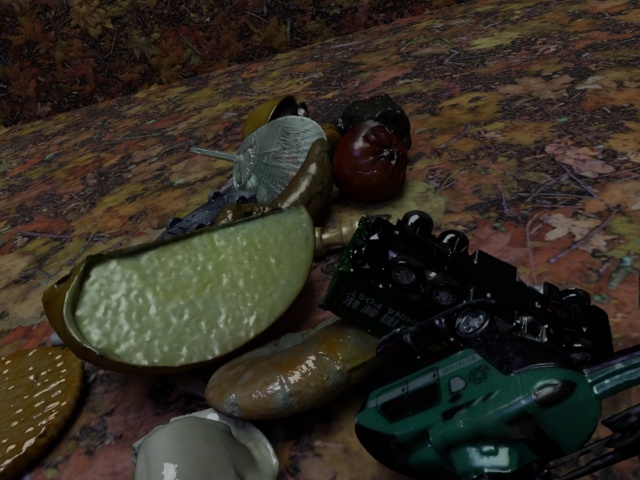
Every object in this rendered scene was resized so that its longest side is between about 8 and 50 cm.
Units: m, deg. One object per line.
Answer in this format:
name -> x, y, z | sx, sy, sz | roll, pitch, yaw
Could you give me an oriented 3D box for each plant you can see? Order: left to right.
plant -> 0.110, -0.248, 0.987 | 0.142, 0.131, 0.203 | -18, 34, -6

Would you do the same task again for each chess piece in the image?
chess piece -> 0.000, 0.001, 0.739 | 0.172, 0.060, 0.060 | -11, 33, 12

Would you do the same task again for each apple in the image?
apple -> -0.165, 0.064, 0.601 | 0.346, 0.179, 0.254 | -20, 32, -31

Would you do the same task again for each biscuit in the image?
biscuit -> -0.438, 0.240, 0.591 | 0.254, 0.035, 0.254 | -11, 32, 7

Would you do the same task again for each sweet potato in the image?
sweet potato -> -0.064, -0.061, 0.794 | 0.310, 0.124, 0.098 | -40, 20, -25

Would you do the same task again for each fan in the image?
fan -> -0.107, -0.175, 0.902 | 0.223, 0.012, 0.294 | -47, 71, 4

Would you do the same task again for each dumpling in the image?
dumpling -> -0.107, 0.221, 0.421 | 0.127, 0.108, 0.188 | -4, 10, -30

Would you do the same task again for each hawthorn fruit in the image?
hawthorn fruit -> 0.085, -0.142, 0.855 | 0.148, 0.148, 0.172 | -37, 9, -28

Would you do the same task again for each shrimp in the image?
shrimp -> 0.017, 0.119, 0.533 | 0.317, 0.077, 0.168 | -19, 11, -25

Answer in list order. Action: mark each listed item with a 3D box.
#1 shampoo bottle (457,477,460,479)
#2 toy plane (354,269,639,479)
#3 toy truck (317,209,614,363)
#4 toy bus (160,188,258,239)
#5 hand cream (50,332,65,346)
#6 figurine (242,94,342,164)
shampoo bottle -> 0.166, 0.243, 0.282 | 0.085, 0.085, 0.244 | -16, 29, 0
toy plane -> 0.150, 0.118, 0.323 | 0.382, 0.106, 0.155 | -33, 20, 29
toy truck -> 0.141, 0.066, 0.446 | 0.259, 0.121, 0.088 | 26, 49, 0
toy bus -> -0.193, -0.020, 0.819 | 0.087, 0.098, 0.178 | 13, 40, 36
hand cream -> -0.312, 0.138, 0.695 | 0.216, 0.038, 0.052 | -11, 60, 1
figurine -> -0.063, -0.221, 0.987 | 0.257, 0.167, 0.192 | 21, 74, 40
